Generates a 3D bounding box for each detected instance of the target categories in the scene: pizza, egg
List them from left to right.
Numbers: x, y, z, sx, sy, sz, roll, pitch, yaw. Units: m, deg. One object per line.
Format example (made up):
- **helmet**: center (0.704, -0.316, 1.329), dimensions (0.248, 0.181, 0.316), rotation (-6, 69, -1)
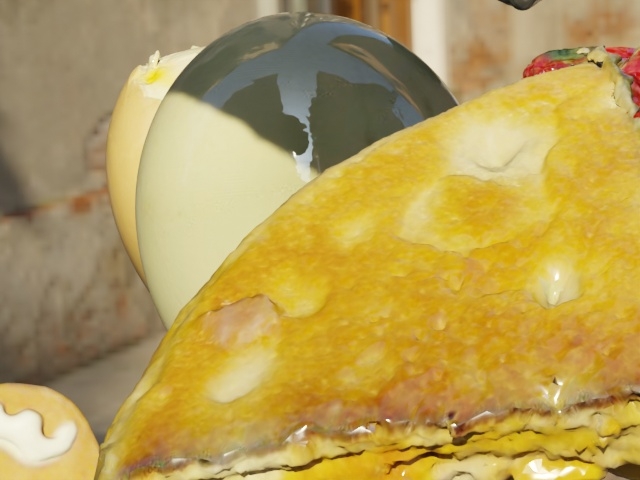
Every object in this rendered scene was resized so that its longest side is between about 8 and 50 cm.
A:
- **egg**: center (-0.049, -0.026, 1.377), dimensions (0.201, 0.244, 0.201), rotation (-9, 16, 3)
- **egg**: center (0.000, 0.000, 0.993), dimensions (0.186, 0.242, 0.186), rotation (-11, 22, 4)
- **pizza**: center (0.035, 0.018, 0.408), dimensions (0.131, 0.041, 0.178), rotation (10, 43, 33)

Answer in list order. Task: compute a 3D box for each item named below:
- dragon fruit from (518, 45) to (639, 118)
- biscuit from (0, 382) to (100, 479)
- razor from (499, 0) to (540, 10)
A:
- **dragon fruit**: center (0.188, -0.005, 1.152), dimensions (0.192, 0.274, 0.193), rotation (-3, 43, 25)
- **biscuit**: center (-0.165, 0.265, 1.059), dimensions (0.216, 0.340, 0.047), rotation (31, -16, -16)
- **razor**: center (0.153, -0.215, 1.210), dimensions (0.148, 0.090, 0.054), rotation (-39, -2, 25)
